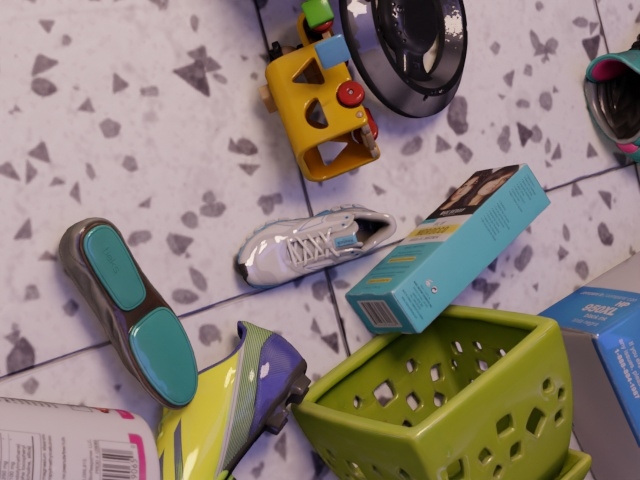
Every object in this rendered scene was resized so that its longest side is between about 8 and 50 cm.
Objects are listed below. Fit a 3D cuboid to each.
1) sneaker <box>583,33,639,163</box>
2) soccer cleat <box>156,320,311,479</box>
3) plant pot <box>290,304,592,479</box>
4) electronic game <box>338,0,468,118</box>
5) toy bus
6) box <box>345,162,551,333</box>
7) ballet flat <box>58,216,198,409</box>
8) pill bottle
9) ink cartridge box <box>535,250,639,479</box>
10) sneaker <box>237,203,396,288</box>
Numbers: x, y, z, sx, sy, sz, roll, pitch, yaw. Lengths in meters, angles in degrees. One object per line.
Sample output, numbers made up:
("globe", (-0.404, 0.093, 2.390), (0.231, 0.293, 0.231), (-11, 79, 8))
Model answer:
("sneaker", (0.424, -0.235, 1.650), (0.178, 0.123, 0.296), (10, 83, -40))
("soccer cleat", (-0.131, 0.208, 1.320), (0.121, 0.093, 0.289), (38, 71, 9))
("plant pot", (0.142, 0.216, 1.395), (0.227, 0.228, 0.207), (-35, 112, -28))
("electronic game", (0.097, -0.253, 1.466), (0.229, 0.048, 0.229), (10, 76, -48))
("toy bus", (-0.012, -0.164, 1.384), (0.104, 0.202, 0.191), (-22, 109, 3))
("box", (0.148, 0.008, 1.476), (0.244, 0.100, 0.060), (-42, 107, -26))
("ballet flat", (-0.191, 0.073, 1.287), (0.072, 0.068, 0.213), (-36, 105, -34))
("pill bottle", (-0.303, 0.218, 1.157), (0.283, 0.160, 0.160), (12, 81, -30))
("ink cartridge box", (0.500, 0.135, 1.603), (0.394, 0.166, 0.286), (-29, 101, -18))
("sneaker", (0.000, 0.000, 1.399), (0.190, 0.083, 0.071), (-22, 100, -29))
